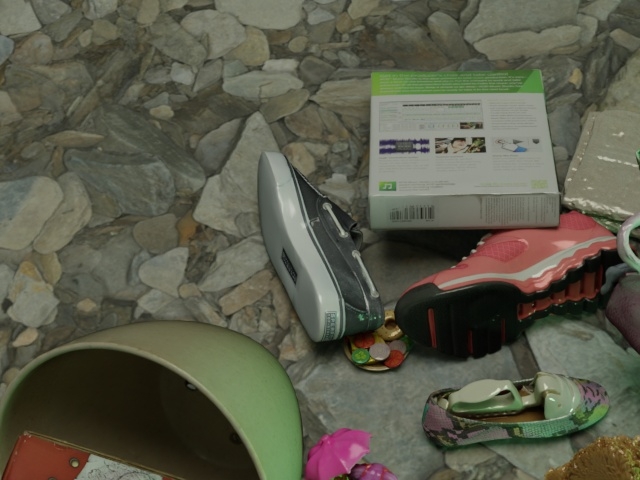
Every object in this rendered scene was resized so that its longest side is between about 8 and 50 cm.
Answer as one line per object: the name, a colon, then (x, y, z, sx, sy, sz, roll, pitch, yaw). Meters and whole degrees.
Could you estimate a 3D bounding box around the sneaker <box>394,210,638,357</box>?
sneaker: (0.221, 0.044, 2.074, 0.314, 0.116, 0.136, -14, 40, -18)

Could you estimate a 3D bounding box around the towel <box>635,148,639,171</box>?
towel: (0.484, 0.007, 1.946, 0.248, 0.325, 0.038, 24, 79, 22)

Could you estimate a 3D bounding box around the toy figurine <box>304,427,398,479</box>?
toy figurine: (0.043, 0.273, 1.839, 0.173, 0.159, 0.130, 21, 54, 19)

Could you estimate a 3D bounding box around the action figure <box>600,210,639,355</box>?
action figure: (0.477, 0.155, 1.842, 0.248, 0.275, 0.370, -18, 52, -14)

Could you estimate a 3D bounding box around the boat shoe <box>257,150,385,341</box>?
boat shoe: (0.000, 0.000, 2.109, 0.102, 0.108, 0.301, -7, 43, -19)

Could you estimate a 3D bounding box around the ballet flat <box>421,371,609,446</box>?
ballet flat: (0.225, 0.186, 1.955, 0.221, 0.079, 0.077, -7, 49, -4)

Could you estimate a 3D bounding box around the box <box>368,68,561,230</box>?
box: (0.178, -0.121, 2.177, 0.232, 0.058, 0.322, 0, 35, 3)

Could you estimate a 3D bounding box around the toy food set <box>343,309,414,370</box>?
toy food set: (0.069, 0.123, 2.055, 0.083, 0.020, 0.082, -10, 50, -6)

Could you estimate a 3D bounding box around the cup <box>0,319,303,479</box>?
cup: (-0.149, 0.215, 1.830, 0.331, 0.331, 0.237, 19, 28, 18)

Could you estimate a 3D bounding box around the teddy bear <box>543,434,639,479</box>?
teddy bear: (0.357, 0.364, 1.758, 0.245, 0.113, 0.338, -49, 60, 10)

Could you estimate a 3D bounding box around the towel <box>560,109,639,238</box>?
towel: (0.454, -0.069, 2.180, 0.282, 0.049, 0.187, 15, 54, 14)

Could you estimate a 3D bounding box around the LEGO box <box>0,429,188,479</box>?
LEGO box: (-0.256, 0.454, 1.454, 0.193, 0.500, 0.372, 18, 52, -9)
